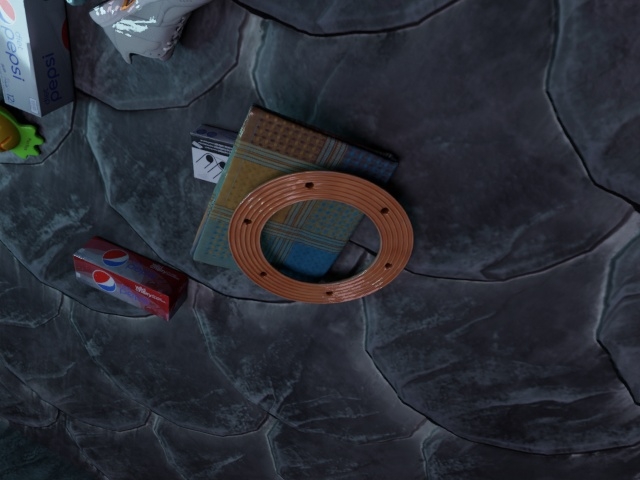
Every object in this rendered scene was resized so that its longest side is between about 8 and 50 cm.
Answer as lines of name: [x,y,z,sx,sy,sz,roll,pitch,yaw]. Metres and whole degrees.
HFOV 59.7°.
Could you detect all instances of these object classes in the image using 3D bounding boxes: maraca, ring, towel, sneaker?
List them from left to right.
maraca: [-0.702,-0.239,1.211,0.185,0.099,0.127,22,138,-25]
sneaker: [-0.252,-0.363,0.914,0.262,0.099,0.121,0,131,34]
towel: [-0.061,-0.055,1.014,0.271,0.040,0.370,18,133,-16]
ring: [0.000,0.000,1.019,0.336,0.032,0.337,0,134,0]

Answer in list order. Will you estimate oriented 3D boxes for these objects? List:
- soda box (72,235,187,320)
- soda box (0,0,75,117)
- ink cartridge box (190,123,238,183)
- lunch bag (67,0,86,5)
soda box: [-0.453,0.088,1.334,0.263,0.083,0.092,22,131,9]
soda box: [-0.530,-0.381,1.019,0.091,0.098,0.286,22,130,11]
ink cartridge box: [-0.139,-0.143,1.039,0.207,0.046,0.097,16,130,14]
lunch bag: [-0.391,-0.525,0.807,0.262,0.160,0.223,44,139,-4]
